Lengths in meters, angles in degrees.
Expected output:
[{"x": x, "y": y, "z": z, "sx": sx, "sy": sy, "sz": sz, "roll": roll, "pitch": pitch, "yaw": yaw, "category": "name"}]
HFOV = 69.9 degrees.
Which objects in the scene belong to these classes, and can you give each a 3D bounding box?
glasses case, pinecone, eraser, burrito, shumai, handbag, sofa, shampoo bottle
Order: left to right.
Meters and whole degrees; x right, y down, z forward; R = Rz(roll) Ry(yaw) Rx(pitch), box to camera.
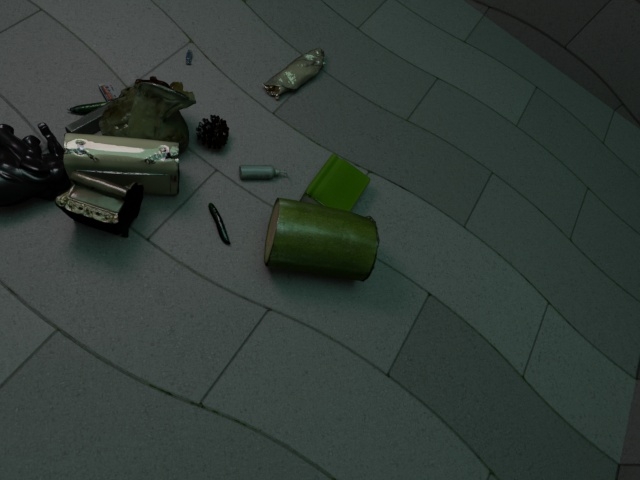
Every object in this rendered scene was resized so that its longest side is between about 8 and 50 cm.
[{"x": -0.855, "y": -0.450, "z": 1.729, "sx": 0.047, "sy": 0.071, "sz": 0.205, "roll": 43, "pitch": 61, "yaw": 8, "category": "glasses case"}, {"x": -0.721, "y": -0.139, "z": 1.528, "sx": 0.199, "sy": 0.258, "sz": 0.182, "roll": 18, "pitch": 75, "yaw": -9, "category": "sofa"}, {"x": -0.831, "y": -0.575, "z": 1.818, "sx": 0.052, "sy": 0.029, "sz": 0.122, "roll": -27, "pitch": 77, "yaw": -27, "category": "eraser"}, {"x": -0.679, "y": -0.271, "z": 1.599, "sx": 0.358, "sy": 0.236, "sz": 0.160, "roll": 1, "pitch": 78, "yaw": -18, "category": "handbag"}, {"x": -0.621, "y": -0.465, "z": 1.656, "sx": 0.329, "sy": 0.288, "sz": 0.292, "roll": -14, "pitch": 91, "yaw": -29, "category": "shumai"}, {"x": -0.433, "y": -0.434, "z": 1.832, "sx": 0.120, "sy": 0.140, "sz": 0.140, "roll": 0, "pitch": 63, "yaw": 12, "category": "pinecone"}, {"x": -0.232, "y": -0.279, "z": 1.869, "sx": 0.195, "sy": 0.056, "sz": 0.056, "roll": -3, "pitch": 67, "yaw": -21, "category": "shampoo bottle"}, {"x": -0.102, "y": -0.782, "z": 2.135, "sx": 0.117, "sy": 0.076, "sz": 0.392, "roll": 47, "pitch": 63, "yaw": -2, "category": "burrito"}, {"x": 0.062, "y": -0.207, "z": 1.915, "sx": 0.210, "sy": 0.092, "sz": 0.274, "roll": 36, "pitch": 59, "yaw": 0, "category": "eraser"}]

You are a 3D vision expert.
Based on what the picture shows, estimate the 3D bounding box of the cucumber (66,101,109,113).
[{"x": -0.889, "y": -0.509, "z": 1.763, "sx": 0.155, "sy": 0.037, "sz": 0.037, "roll": -14, "pitch": 71, "yaw": -16, "category": "cucumber"}]

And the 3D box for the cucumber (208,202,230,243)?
[{"x": -0.382, "y": -0.067, "z": 1.731, "sx": 0.033, "sy": 0.036, "sz": 0.184, "roll": -14, "pitch": 70, "yaw": -32, "category": "cucumber"}]

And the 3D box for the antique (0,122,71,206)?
[{"x": -1.009, "y": -0.238, "z": 1.522, "sx": 0.322, "sy": 0.185, "sz": 0.255, "roll": -34, "pitch": 73, "yaw": -28, "category": "antique"}]

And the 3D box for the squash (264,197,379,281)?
[{"x": 0.000, "y": 0.000, "z": 1.702, "sx": 0.384, "sy": 0.263, "sz": 0.263, "roll": 10, "pitch": 64, "yaw": -14, "category": "squash"}]

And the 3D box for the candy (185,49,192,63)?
[{"x": -0.576, "y": -0.808, "z": 2.016, "sx": 0.030, "sy": 0.020, "sz": 0.083, "roll": 9, "pitch": 62, "yaw": -15, "category": "candy"}]
